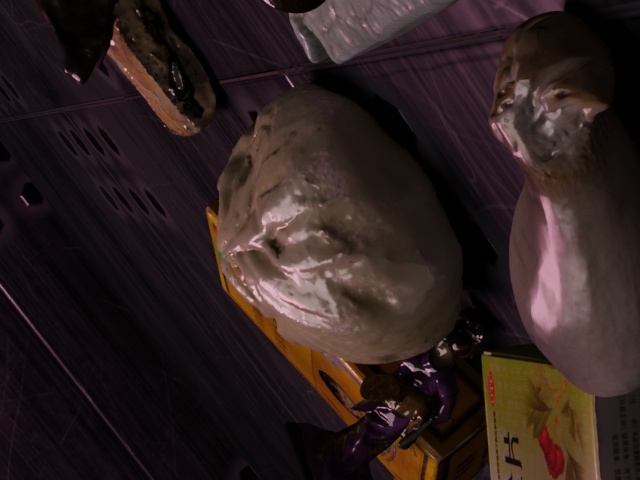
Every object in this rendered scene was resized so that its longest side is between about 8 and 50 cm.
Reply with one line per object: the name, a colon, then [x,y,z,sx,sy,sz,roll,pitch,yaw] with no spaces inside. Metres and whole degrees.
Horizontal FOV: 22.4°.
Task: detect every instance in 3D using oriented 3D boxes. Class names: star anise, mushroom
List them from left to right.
star anise: [-0.180,-0.252,1.215,0.272,0.102,0.272,165,90,-87]
mushroom: [0.130,-0.009,0.815,0.225,0.093,0.116,59,-174,-50]

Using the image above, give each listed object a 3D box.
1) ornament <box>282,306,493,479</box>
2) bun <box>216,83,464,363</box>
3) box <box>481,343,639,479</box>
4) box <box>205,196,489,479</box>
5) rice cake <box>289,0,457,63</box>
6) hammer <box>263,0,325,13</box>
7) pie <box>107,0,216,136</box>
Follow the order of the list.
ornament: [0.062,0.117,1.259,0.088,0.203,0.081,13,-147,-40]
bun: [0.000,0.000,1.166,0.231,0.133,0.231,53,164,23]
box: [0.170,0.200,1.033,0.175,0.062,0.260,178,87,-75]
box: [0.028,0.088,1.437,0.301,0.084,0.193,47,166,18]
rice cake: [0.048,-0.140,0.792,0.063,0.066,0.336,61,166,-3]
hammer: [-0.076,-0.283,0.710,0.242,0.095,0.409,34,155,48]
pie: [-0.176,-0.188,1.444,0.218,0.052,0.185,56,165,-28]
